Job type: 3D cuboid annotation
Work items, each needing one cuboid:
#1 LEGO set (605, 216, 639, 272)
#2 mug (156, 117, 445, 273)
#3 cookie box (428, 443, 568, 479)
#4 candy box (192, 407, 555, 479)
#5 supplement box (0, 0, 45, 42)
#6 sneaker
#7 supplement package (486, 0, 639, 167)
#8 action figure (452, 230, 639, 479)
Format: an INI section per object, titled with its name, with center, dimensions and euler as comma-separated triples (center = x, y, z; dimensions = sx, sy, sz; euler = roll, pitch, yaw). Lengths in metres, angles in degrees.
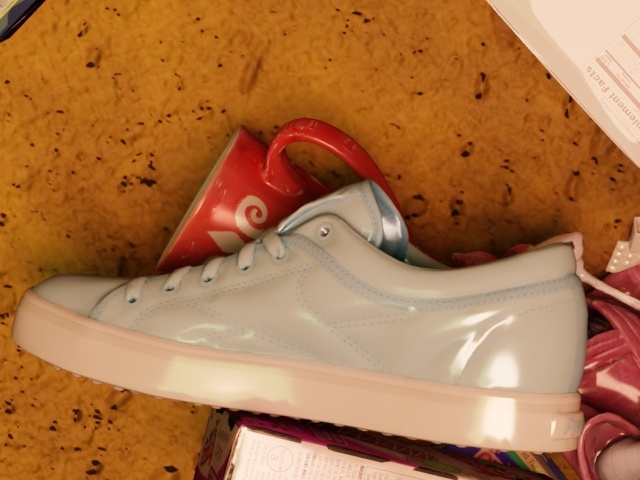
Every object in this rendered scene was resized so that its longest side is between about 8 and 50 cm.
[LEGO set]
center = 0.299, 0.010, 1.130
dimensions = 0.244, 0.182, 0.060
euler = 44, 149, 27
[mug]
center = -0.005, 0.008, 1.249
dimensions = 0.169, 0.150, 0.113
euler = 32, 66, -6
[cookie box]
center = 0.110, 0.177, 1.324
dimensions = 0.107, 0.040, 0.092
euler = -38, 96, 14
[candy box]
center = 0.045, 0.163, 1.174
dimensions = 0.233, 0.159, 0.071
euler = 15, 89, -9
[supplement box]
center = -0.219, -0.188, 1.264
dimensions = 0.083, 0.056, 0.083
euler = -43, 96, 14
[sneaker]
center = -0.011, 0.033, 1.164
dimensions = 0.366, 0.135, 0.150
euler = 8, 89, 13
[supplement package]
center = 0.218, -0.179, 1.144
dimensions = 0.203, 0.194, 0.149
euler = -42, 95, 14
[action figure]
center = 0.242, 0.112, 1.250
dimensions = 0.370, 0.248, 0.275
euler = 30, 139, 4
